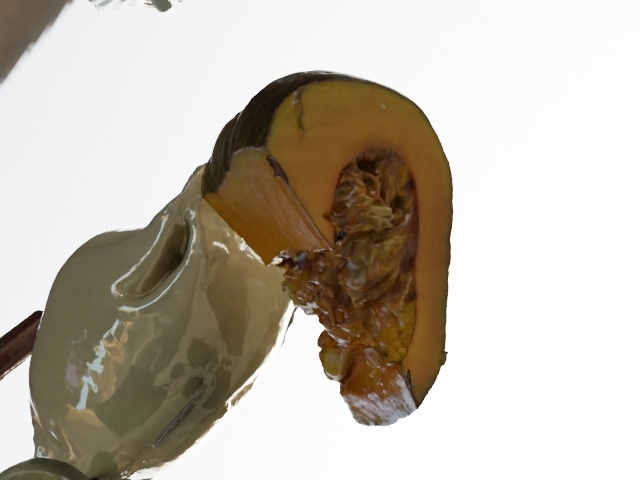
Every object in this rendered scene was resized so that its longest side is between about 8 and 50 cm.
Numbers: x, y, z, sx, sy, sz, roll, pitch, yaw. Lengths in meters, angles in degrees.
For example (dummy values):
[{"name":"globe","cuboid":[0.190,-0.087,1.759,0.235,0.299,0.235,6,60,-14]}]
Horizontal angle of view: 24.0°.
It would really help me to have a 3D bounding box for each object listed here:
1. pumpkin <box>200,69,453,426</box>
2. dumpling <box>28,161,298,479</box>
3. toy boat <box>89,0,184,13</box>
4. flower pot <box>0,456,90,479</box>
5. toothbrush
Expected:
[{"name":"pumpkin","cuboid":[0.000,0.000,1.224,0.190,0.139,0.280,12,-105,-26]},{"name":"dumpling","cuboid":[-0.127,0.109,1.462,0.315,0.233,0.395,8,-65,-52]},{"name":"toy boat","cuboid":[-0.225,-0.320,1.612,0.100,0.290,0.199,-33,-62,3]},{"name":"flower pot","cuboid":[-0.282,0.372,1.203,0.367,0.254,0.164,-40,-3,-5]},{"name":"toothbrush","cuboid":[-0.394,0.174,1.517,0.364,0.041,0.041,-41,-40,-45]}]
